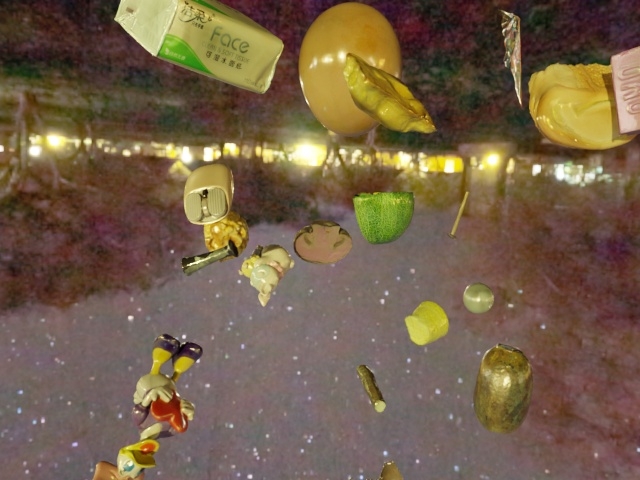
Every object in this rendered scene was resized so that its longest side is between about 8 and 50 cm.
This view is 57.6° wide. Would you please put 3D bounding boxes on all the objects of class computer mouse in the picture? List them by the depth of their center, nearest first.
[{"bbox_3d":[-0.334,-0.148,1.739,0.145,0.082,0.236,-9,-133,6],"label":"computer mouse"}]

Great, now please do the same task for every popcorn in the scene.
[{"bbox_3d":[-0.322,-0.015,1.964,0.180,0.180,0.170,-4,-156,-40],"label":"popcorn"}]

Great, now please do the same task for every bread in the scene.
[{"bbox_3d":[0.146,-0.305,1.265,0.233,0.088,0.160,26,-147,-23],"label":"bread"},{"bbox_3d":[0.765,-0.362,1.667,0.316,0.211,0.270,-2,-137,4],"label":"bread"},{"bbox_3d":[0.347,0.270,1.878,0.114,0.129,0.111,-27,-170,-31],"label":"bread"}]

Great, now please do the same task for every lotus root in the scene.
[{"bbox_3d":[0.559,0.455,1.778,0.160,0.274,0.152,3,-172,-13],"label":"lotus root"}]

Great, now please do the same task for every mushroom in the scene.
[{"bbox_3d":[0.000,0.000,1.871,0.188,0.141,0.117,1,-165,-14],"label":"mushroom"}]

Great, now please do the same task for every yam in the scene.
[{"bbox_3d":[0.190,0.553,2.196,0.061,0.061,0.274,1,-164,-9],"label":"yam"}]

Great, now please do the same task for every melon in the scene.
[{"bbox_3d":[0.228,-0.070,1.851,0.129,0.169,0.265,0,-176,35],"label":"melon"}]

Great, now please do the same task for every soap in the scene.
[{"bbox_3d":[0.787,-0.367,1.422,0.066,0.203,0.122,-5,178,-36],"label":"soap"}]

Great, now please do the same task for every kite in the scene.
[{"bbox_3d":[0.515,-0.518,1.547,0.016,0.321,0.234,-9,164,6],"label":"kite"}]

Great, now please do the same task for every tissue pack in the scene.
[{"bbox_3d":[-0.369,-0.646,1.802,0.405,0.205,0.332,8,-153,-47],"label":"tissue pack"}]

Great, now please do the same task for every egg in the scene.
[{"bbox_3d":[0.087,-0.489,1.688,0.301,0.373,0.301,-1,-164,0],"label":"egg"}]

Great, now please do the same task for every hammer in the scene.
[{"bbox_3d":[0.557,-0.104,2.335,0.013,0.198,0.062,19,179,44],"label":"hammer"}]

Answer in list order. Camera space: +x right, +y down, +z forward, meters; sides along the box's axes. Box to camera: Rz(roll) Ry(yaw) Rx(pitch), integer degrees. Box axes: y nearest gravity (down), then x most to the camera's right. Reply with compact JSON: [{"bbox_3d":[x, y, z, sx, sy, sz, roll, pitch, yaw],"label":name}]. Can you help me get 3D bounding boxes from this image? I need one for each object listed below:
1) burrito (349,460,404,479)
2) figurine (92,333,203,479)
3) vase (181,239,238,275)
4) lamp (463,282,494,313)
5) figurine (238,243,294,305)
[{"bbox_3d":[0.118,0.684,1.479,0.135,0.190,0.332,29,-173,30],"label":"burrito"},{"bbox_3d":[-0.426,0.436,1.457,0.193,0.420,0.154,-19,136,34],"label":"figurine"},{"bbox_3d":[-0.329,0.051,1.733,0.167,0.059,0.059,-21,-176,11],"label":"vase"},{"bbox_3d":[0.537,0.197,1.975,0.105,0.105,0.105,3,-172,0],"label":"lamp"},{"bbox_3d":[-0.200,0.114,2.021,0.155,0.127,0.235,32,-143,-1],"label":"figurine"}]
